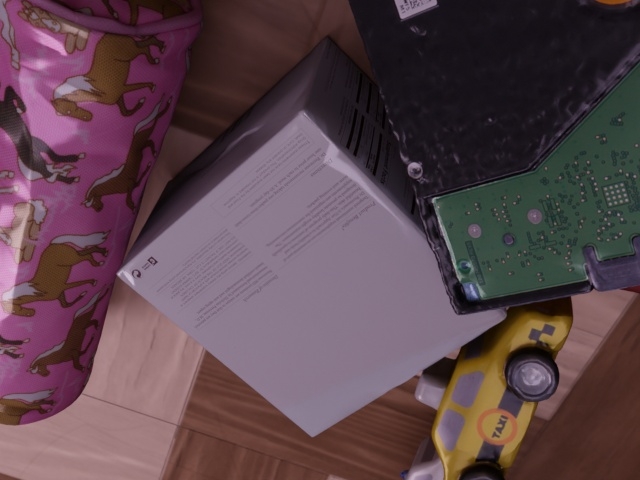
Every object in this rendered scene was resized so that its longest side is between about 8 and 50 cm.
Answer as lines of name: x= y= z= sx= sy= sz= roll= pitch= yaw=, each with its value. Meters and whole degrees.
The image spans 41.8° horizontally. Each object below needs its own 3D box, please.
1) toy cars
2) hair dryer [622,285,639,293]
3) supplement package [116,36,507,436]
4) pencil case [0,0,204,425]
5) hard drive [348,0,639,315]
toy cars: x=0.110 y=0.172 z=0.702 sx=0.087 sy=0.176 sz=0.393 roll=21 pitch=147 yaw=11
hair dryer: x=0.235 y=-0.052 z=0.527 sx=0.224 sy=0.080 sz=0.293 roll=-32 pitch=113 yaw=36
supplement package: x=0.000 y=0.000 z=0.639 sx=0.194 sy=0.149 sz=0.203 roll=-37 pitch=111 yaw=27
pencil case: x=-0.209 y=-0.040 z=0.636 sx=0.167 sy=0.160 sz=0.386 roll=36 pitch=124 yaw=16
hard drive: x=0.134 y=-0.141 z=0.456 sx=0.237 sy=0.064 sz=0.338 roll=-16 pitch=97 yaw=33
